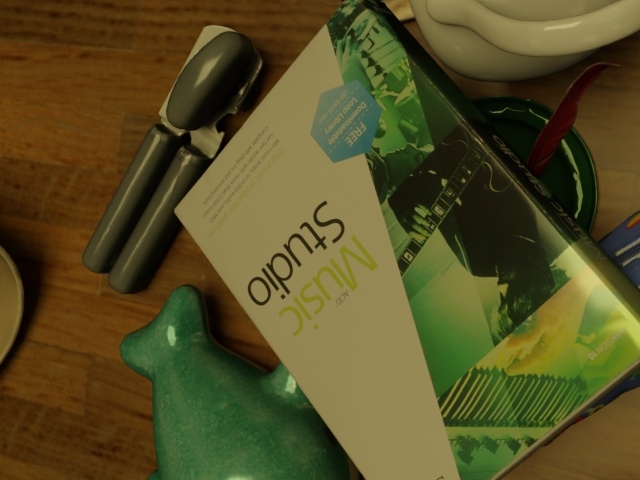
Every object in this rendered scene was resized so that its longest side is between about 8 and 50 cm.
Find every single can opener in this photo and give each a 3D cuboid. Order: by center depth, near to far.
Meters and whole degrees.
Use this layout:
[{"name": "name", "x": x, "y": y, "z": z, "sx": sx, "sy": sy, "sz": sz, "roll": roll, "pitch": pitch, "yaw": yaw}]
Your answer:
[{"name": "can opener", "x": -0.146, "y": -0.078, "z": 0.915, "sx": 0.074, "sy": 0.093, "sz": 0.280, "roll": 37, "pitch": 108, "yaw": 20}]

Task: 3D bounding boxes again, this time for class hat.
[{"name": "hat", "x": 0.114, "y": -0.044, "z": 0.736, "sx": 0.173, "sy": 0.183, "sz": 0.208, "roll": 23, "pitch": 98, "yaw": 22}]

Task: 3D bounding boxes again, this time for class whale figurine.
[{"name": "whale figurine", "x": -0.091, "y": 0.169, "z": 0.850, "sx": 0.216, "sy": 0.141, "sz": 0.272, "roll": -41, "pitch": 73, "yaw": 19}]

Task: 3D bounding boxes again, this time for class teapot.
[{"name": "teapot", "x": 0.172, "y": -0.231, "z": 0.679, "sx": 0.187, "sy": 0.252, "sz": 0.256, "roll": -1, "pitch": 88, "yaw": 28}]

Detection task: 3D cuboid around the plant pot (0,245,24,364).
[{"name": "plant pot", "x": -0.483, "y": 0.020, "z": 0.997, "sx": 0.274, "sy": 0.256, "sz": 0.256, "roll": 40, "pitch": 105, "yaw": 37}]

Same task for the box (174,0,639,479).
[{"name": "box", "x": 0.055, "y": 0.018, "z": 0.699, "sx": 0.232, "sy": 0.058, "sz": 0.322, "roll": -48, "pitch": 69, "yaw": 26}]

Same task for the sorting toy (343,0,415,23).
[{"name": "sorting toy", "x": 0.069, "y": -0.268, "z": 0.839, "sx": 0.132, "sy": 0.046, "sz": 0.274, "roll": -9, "pitch": 85, "yaw": 24}]

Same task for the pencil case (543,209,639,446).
[{"name": "pencil case", "x": 0.243, "y": 0.034, "z": 0.707, "sx": 0.306, "sy": 0.133, "sz": 0.119, "roll": -35, "pitch": 53, "yaw": 19}]
